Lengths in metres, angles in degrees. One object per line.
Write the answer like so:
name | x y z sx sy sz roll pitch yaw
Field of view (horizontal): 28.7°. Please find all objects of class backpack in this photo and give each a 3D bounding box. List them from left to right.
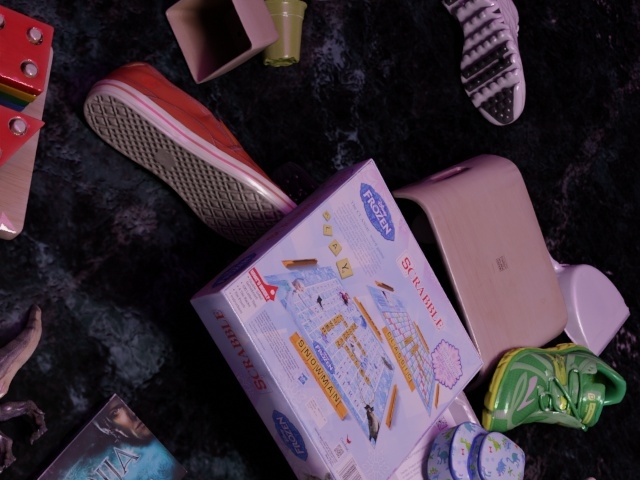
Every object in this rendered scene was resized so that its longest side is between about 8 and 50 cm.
backpack | 0.201 0.287 1.594 0.114 0.084 0.105 35 50 -19

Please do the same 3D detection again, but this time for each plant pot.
plant pot | -0.119 -0.281 1.659 0.096 0.109 0.109 -17 82 -54
plant pot | -0.058 -0.284 1.730 0.083 0.083 0.079 0 84 -39

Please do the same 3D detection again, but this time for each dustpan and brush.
dustpan and brush | 0.388 0.065 1.956 0.147 0.060 0.211 -40 105 -43

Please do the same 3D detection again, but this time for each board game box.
board game box | -0.243 0.274 1.363 0.126 0.026 0.186 50 48 -11
board game box | 0.033 0.114 1.515 0.318 0.066 0.319 -42 108 -42

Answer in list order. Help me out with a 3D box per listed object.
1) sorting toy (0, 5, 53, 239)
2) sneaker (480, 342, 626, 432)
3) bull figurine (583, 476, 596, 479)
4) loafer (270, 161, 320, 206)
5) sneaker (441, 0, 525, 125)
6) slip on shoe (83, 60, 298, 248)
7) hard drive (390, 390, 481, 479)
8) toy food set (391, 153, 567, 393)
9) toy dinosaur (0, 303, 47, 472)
sorting toy | -0.417 -0.164 1.370 0.257 0.089 0.255 21 59 -32
sneaker | 0.335 0.210 1.770 0.295 0.123 0.109 -10 116 -46
bull figurine | 0.338 0.442 1.696 0.188 0.101 0.310 45 51 -33
loafer | 0.000 0.000 1.658 0.223 0.076 0.078 62 11 9
sneaker | 0.279 -0.323 2.002 0.118 0.110 0.292 3 70 -48
slip on shoe | -0.139 -0.103 1.557 0.331 0.123 0.101 38 48 -14
hard drive | 0.108 0.259 1.631 0.237 0.064 0.339 -24 86 -43
toy food set | 0.231 0.041 1.821 0.220 0.092 0.306 -23 95 -43
toy dinosaur | -0.346 0.175 1.303 0.118 0.064 0.268 49 45 -2
